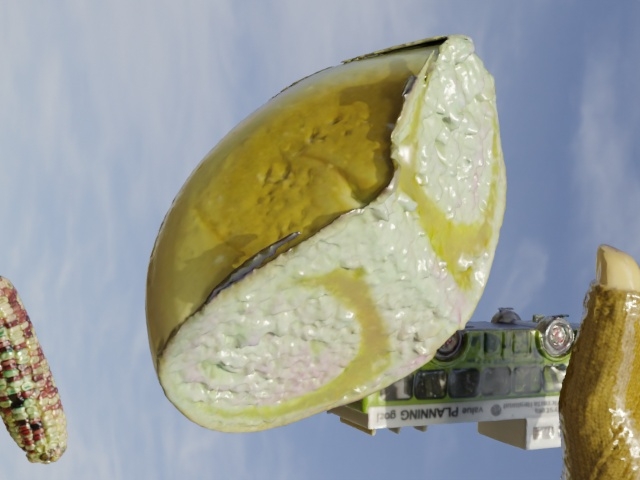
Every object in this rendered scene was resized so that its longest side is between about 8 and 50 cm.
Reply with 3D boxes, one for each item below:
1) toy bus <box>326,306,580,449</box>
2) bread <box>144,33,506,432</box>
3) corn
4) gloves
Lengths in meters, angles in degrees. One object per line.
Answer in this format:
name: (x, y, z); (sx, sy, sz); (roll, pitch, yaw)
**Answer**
toy bus: (0.152, 0.142, 0.984); (0.113, 0.302, 0.139); (-178, -90, -65)
bread: (0.007, -0.011, 0.587); (0.261, 0.158, 0.156); (-34, -137, 4)
corn: (-0.388, 0.165, 1.211); (0.086, 0.086, 0.253); (-2, -68, 59)
gloves: (0.298, 0.120, 0.780); (0.203, 0.155, 0.356); (17, -68, 11)
